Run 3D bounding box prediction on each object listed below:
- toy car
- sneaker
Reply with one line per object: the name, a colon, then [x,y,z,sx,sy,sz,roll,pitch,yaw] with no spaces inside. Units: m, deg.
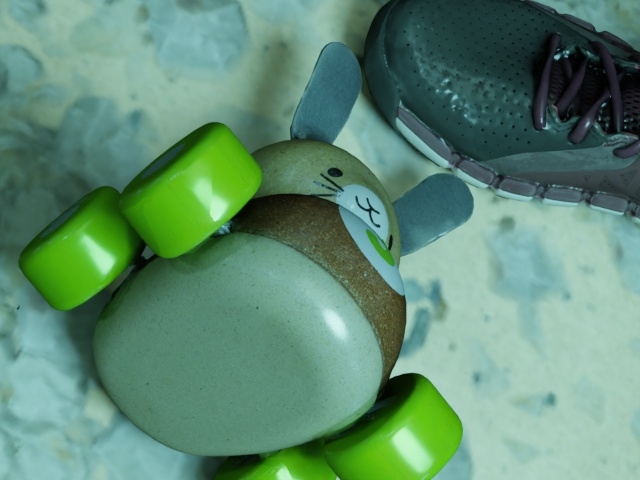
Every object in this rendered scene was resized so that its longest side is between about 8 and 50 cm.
toy car: [0.000,0.000,0.703,0.155,0.149,0.188,51,48,-13]
sneaker: [0.171,-0.071,0.776,0.281,0.162,0.106,21,65,-15]
